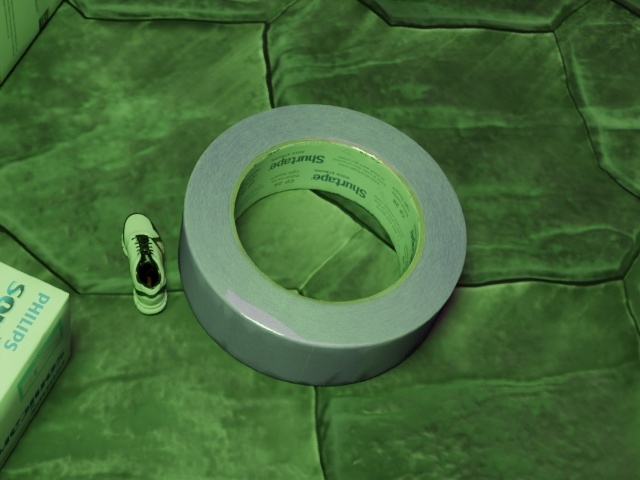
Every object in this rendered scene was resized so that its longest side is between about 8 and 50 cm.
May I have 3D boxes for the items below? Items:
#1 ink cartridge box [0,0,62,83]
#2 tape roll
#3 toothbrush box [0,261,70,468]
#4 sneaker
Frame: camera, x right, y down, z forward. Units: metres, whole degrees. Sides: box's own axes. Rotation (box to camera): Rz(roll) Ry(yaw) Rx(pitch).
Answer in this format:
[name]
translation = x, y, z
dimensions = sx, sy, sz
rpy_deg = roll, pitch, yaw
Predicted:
[ink cartridge box]
translation = -0.349, -0.289, 1.084
dimensions = 0.114, 0.198, 0.273
rpy_deg = 21, 56, 3
[tape roll]
translation = 0.000, 0.000, 1.041
dimensions = 0.274, 0.090, 0.275
rpy_deg = 6, 57, -9
[toothbrush box]
translation = -0.389, 0.095, 0.881
dimensions = 0.295, 0.126, 0.216
rpy_deg = 26, 57, 3
[sneaker]
translation = -0.168, 0.015, 1.025
dimensions = 0.040, 0.044, 0.109
rpy_deg = -10, 59, -15
